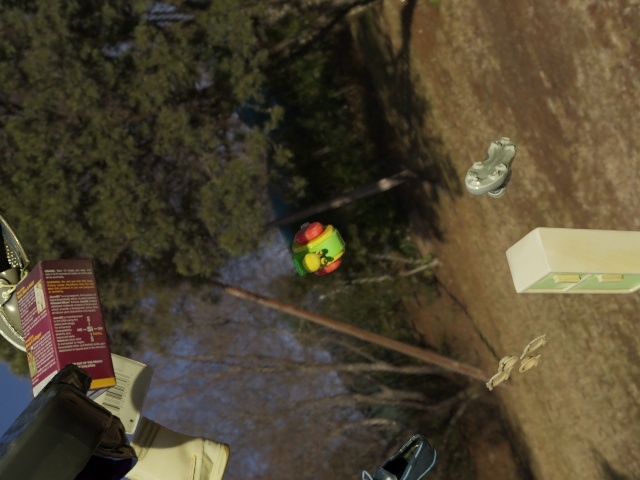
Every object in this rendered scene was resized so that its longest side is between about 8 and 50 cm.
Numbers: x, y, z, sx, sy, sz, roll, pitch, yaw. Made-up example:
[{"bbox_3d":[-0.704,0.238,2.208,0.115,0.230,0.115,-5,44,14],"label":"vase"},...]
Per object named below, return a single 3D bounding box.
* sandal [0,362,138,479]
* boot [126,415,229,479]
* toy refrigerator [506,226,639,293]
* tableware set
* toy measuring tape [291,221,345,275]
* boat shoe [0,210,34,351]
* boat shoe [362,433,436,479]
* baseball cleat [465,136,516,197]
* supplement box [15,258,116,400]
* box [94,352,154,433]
[{"bbox_3d":[-0.210,0.192,0.624,0.107,0.167,0.446,40,164,-9],"label":"sandal"},{"bbox_3d":[-0.311,0.495,1.585,0.095,0.203,0.262,145,146,-75],"label":"boot"},{"bbox_3d":[0.484,0.043,1.469,0.102,0.269,0.094,131,136,-55],"label":"toy refrigerator"},{"bbox_3d":[0.447,0.278,1.838,0.020,0.168,0.141,54,162,32],"label":"tableware set"},{"bbox_3d":[0.000,0.000,1.886,0.330,0.121,0.121,-82,-32,-74],"label":"toy measuring tape"},{"bbox_3d":[-0.592,0.068,1.526,0.305,0.109,0.091,61,152,9],"label":"boat shoe"},{"bbox_3d":[0.149,0.538,1.841,0.109,0.258,0.089,17,144,46],"label":"boat shoe"},{"bbox_3d":[0.325,-0.114,1.522,0.206,0.072,0.109,-44,-40,-45],"label":"baseball cleat"},{"bbox_3d":[-0.358,0.131,1.135,0.081,0.104,0.188,-1,-113,-41],"label":"supplement box"},{"bbox_3d":[-0.490,0.319,1.728,0.121,0.311,0.148,26,-113,-31],"label":"box"}]
